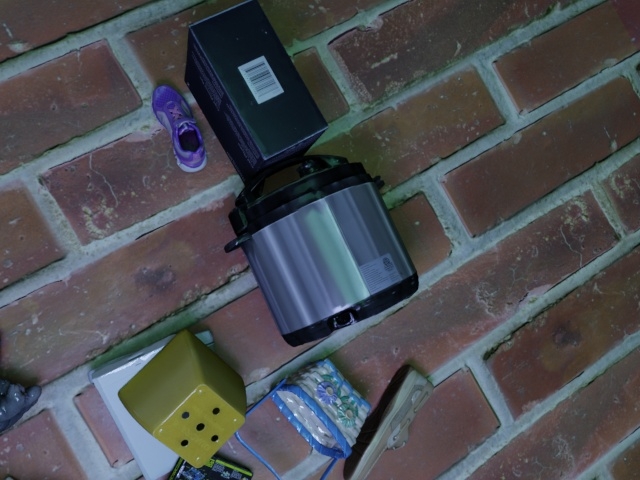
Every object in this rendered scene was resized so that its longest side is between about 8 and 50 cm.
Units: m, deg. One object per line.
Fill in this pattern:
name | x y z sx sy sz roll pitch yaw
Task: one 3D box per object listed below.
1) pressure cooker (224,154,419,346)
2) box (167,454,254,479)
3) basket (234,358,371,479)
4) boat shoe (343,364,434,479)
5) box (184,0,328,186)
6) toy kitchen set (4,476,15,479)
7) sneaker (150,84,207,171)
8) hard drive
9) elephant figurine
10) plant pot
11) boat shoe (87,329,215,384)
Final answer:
pressure cooker | 0.004 -0.002 1.427 0.375 0.370 0.420 -26 87 20
box | -0.282 0.607 1.424 0.190 0.045 0.184 33 74 -27
basket | -0.038 0.445 1.454 0.255 0.201 0.289 48 64 -6
boat shoe | 0.183 0.493 1.550 0.110 0.121 0.341 38 74 -7
box | -0.172 -0.344 1.462 0.179 0.312 0.343 -30 92 -17
toy kitchen set | -0.738 0.662 1.312 0.122 0.166 0.207 43 111 -6
sneaker | -0.356 -0.295 1.514 0.095 0.104 0.236 -25 89 -15
hard drive | -0.373 0.395 1.394 0.203 0.040 0.308 -25 112 -17
elephant figurine | -0.757 0.310 1.310 0.169 0.186 0.239 -44 91 8
plant pot | -0.282 0.360 1.298 0.212 0.187 0.212 -45 117 -8
boat shoe | -0.394 0.300 1.425 0.302 0.109 0.094 -16 84 -19
